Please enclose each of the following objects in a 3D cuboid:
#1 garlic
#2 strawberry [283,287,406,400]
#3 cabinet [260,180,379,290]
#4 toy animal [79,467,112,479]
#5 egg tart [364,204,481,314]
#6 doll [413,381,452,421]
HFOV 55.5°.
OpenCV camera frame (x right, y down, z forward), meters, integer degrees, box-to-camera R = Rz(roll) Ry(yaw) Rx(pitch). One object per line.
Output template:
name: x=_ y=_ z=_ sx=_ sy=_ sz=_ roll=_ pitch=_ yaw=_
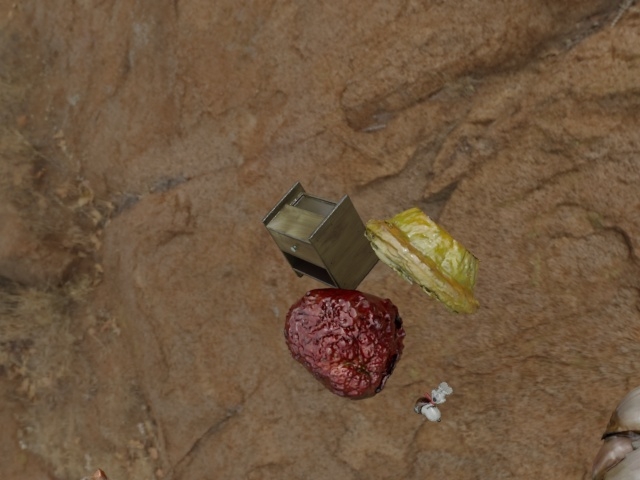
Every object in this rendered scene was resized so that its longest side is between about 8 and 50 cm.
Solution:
garlic: x=0.469 y=0.309 z=0.801 sx=0.191 sy=0.160 sz=0.214 roll=-10 pitch=105 yaw=5
strawberry: x=0.059 y=0.234 z=1.340 sx=0.274 sy=0.274 sz=0.220 roll=-32 pitch=40 yaw=23
cabinet: x=0.000 y=0.000 z=1.420 sx=0.174 sy=0.215 sz=0.148 roll=20 pitch=61 yaw=43
toy animal: x=-0.303 y=0.437 z=0.679 sx=0.188 sy=0.226 sz=0.358 roll=-34 pitch=43 yaw=32
egg tart: x=0.209 y=0.031 z=1.161 sx=0.288 sy=0.288 sz=0.118 roll=42 pitch=96 yaw=32
doll: x=0.216 y=0.310 z=1.176 sx=0.058 sy=0.040 sz=0.085 roll=26 pitch=113 yaw=36
